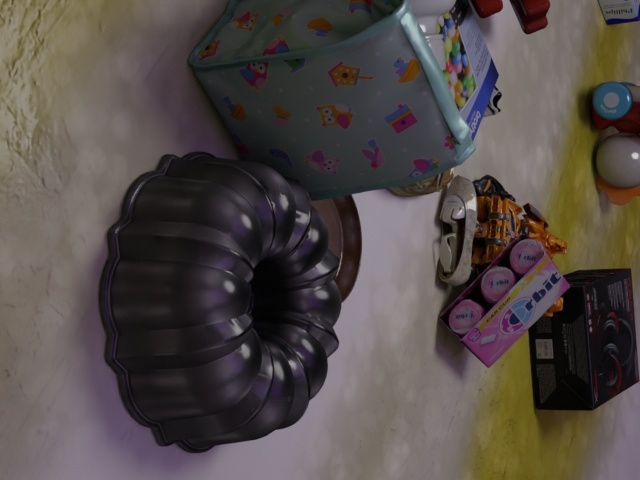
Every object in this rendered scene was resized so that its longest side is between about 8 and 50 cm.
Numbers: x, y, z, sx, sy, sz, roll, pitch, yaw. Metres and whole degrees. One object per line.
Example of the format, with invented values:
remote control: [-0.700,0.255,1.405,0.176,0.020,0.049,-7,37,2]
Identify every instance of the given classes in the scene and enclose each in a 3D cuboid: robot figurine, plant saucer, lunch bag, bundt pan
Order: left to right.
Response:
bundt pan: [-0.083,0.065,1.386,0.331,0.124,0.330,4,86,-59]
plant saucer: [0.000,0.000,1.618,0.168,0.029,0.168,9,80,-58]
lunch bag: [0.024,-0.168,1.444,0.223,0.262,0.160,61,40,-35]
robot figurine: [0.304,0.017,2.069,0.291,0.085,0.211,30,61,-55]

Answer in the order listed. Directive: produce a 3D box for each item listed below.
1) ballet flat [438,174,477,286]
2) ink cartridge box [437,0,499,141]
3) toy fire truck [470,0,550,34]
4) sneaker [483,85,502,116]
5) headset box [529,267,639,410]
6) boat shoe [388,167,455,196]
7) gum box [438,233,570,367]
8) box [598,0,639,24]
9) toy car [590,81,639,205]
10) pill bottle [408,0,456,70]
ballet flat: [0.201,-0.016,1.931,0.052,0.057,0.168,6,82,-49]
ink cartridge box: [0.185,-0.263,1.917,0.311,0.065,0.185,62,39,-38]
toy fire truck: [0.269,-0.464,1.969,0.254,0.169,0.302,-19,84,-84]
sneaker: [0.275,-0.240,2.084,0.032,0.037,0.083,5,82,-57]
headset box: [0.479,0.169,2.324,0.293,0.110,0.218,-9,96,-59]
boat shoe: [0.125,-0.122,1.775,0.285,0.089,0.104,14,76,-58]
gum box: [0.280,0.088,1.947,0.188,0.062,0.107,-45,138,0]
box: [0.603,-0.528,2.618,0.137,0.072,0.126,56,43,-42]
toy car: [0.620,-0.183,2.521,0.219,0.210,0.238,-20,118,-70]
pill bottle: [0.078,-0.364,1.630,0.176,0.176,0.318,-17,103,-58]
